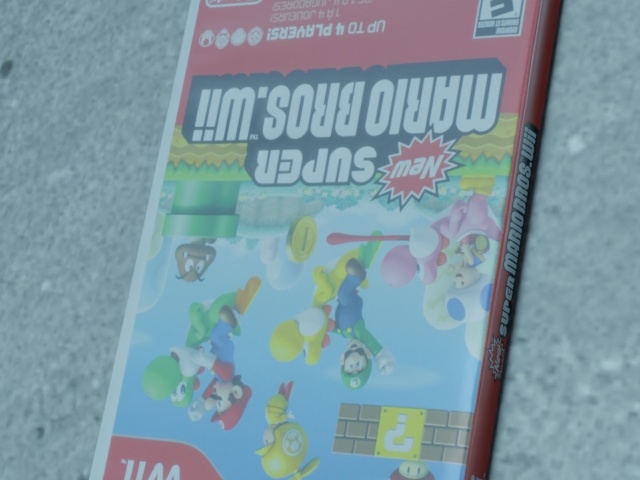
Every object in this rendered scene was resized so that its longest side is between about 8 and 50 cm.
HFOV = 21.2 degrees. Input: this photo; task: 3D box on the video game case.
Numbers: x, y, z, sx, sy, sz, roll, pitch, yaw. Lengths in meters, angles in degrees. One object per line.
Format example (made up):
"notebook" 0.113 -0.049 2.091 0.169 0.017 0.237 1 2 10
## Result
"video game case" 0.000 0.000 0.799 0.204 0.025 0.285 1 73 34
